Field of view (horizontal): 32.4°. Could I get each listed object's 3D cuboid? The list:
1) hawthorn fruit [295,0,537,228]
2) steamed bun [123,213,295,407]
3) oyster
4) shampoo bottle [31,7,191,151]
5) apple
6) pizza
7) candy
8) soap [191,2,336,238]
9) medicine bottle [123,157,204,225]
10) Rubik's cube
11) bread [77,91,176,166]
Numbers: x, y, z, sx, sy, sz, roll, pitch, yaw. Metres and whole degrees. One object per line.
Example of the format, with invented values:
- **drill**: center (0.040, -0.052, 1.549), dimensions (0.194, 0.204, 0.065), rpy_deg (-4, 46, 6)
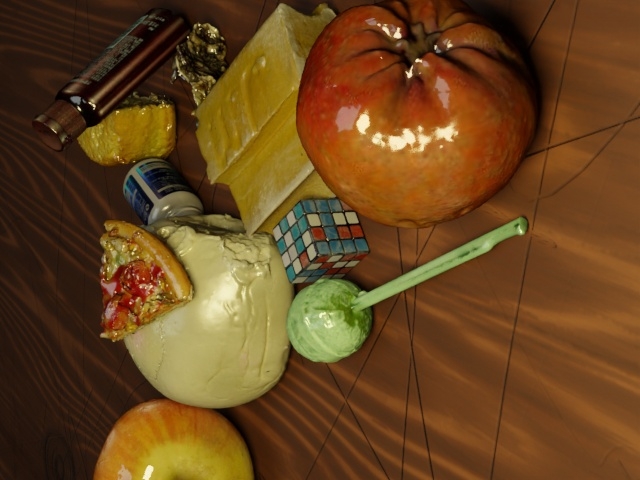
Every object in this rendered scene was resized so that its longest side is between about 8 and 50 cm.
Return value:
- **hawthorn fruit**: center (0.107, -0.131, 1.286), dimensions (0.298, 0.277, 0.277), rpy_deg (95, 151, -48)
- **steamed bun**: center (-0.203, 0.117, 1.780), dimensions (0.334, 0.233, 0.312), rpy_deg (8, 98, 57)
- **oyster**: center (-0.185, -0.236, 1.843), dimensions (0.214, 0.083, 0.223), rpy_deg (-90, -12, -61)
- **shampoo bottle**: center (-0.370, -0.285, 1.946), dimensions (0.129, 0.323, 0.084), rpy_deg (11, 141, 42)
- **apple**: center (-0.242, 0.403, 1.837), dimensions (0.233, 0.286, 0.286), rpy_deg (165, 101, -72)
- **pizza**: center (-0.285, 0.080, 1.660), dimensions (0.201, 0.053, 0.193), rpy_deg (30, 108, 29)
- **candy**: center (0.105, 0.055, 1.445), dimensions (0.440, 0.119, 0.119), rpy_deg (-32, 66, 45)
- **soap**: center (-0.049, -0.167, 1.618), dimensions (0.281, 0.143, 0.259), rpy_deg (-44, 60, 43)
- **medicine bottle**: center (-0.277, -0.062, 1.994), dimensions (0.191, 0.107, 0.107), rpy_deg (47, 130, 45)
- **Rubik's cube**: center (0.000, 0.000, 1.586), dimensions (0.092, 0.092, 0.092), rpy_deg (-44, 57, 49)
- **bread**: center (-0.370, -0.206, 2.087), dimensions (0.261, 0.160, 0.147), rpy_deg (17, 113, 49)
